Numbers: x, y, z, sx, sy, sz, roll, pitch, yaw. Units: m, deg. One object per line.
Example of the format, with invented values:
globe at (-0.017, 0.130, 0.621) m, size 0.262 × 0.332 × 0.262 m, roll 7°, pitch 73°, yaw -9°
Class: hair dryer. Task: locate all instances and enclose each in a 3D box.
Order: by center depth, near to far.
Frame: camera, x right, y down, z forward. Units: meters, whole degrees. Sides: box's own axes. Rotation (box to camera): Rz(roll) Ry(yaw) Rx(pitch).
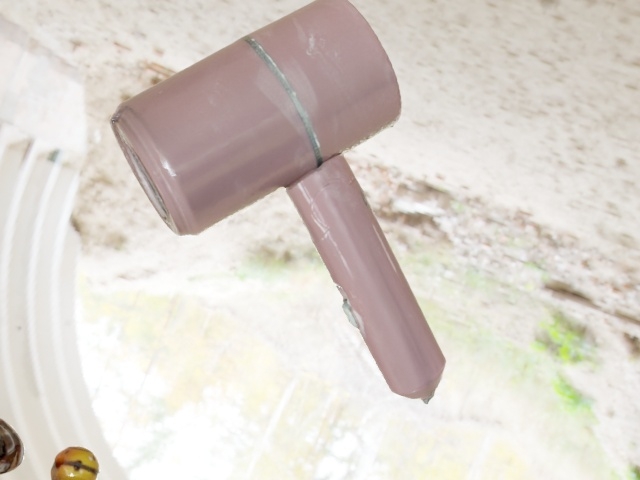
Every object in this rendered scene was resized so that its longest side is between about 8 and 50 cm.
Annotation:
hair dryer at (0.000, 0.000, 0.821) m, size 0.353 × 0.210 × 0.125 m, roll 62°, pitch 168°, yaw -11°

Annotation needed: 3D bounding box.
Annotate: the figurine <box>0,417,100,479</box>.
figurine at (-0.324, 0.367, 1.073) m, size 0.323 × 0.320 × 0.196 m, roll 34°, pitch 151°, yaw -5°
